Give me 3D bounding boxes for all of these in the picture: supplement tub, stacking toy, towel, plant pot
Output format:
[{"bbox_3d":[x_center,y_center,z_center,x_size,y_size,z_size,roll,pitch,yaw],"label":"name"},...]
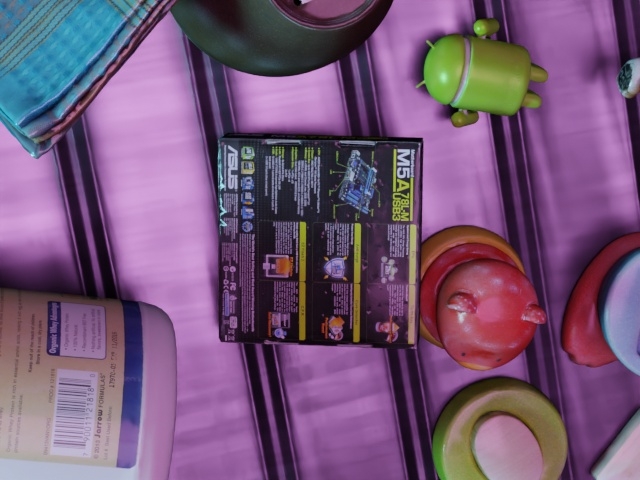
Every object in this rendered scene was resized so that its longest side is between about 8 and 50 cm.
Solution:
[{"bbox_3d":[-0.291,0.151,1.466,0.316,0.228,0.228,7,98,-12],"label":"supplement tub"},{"bbox_3d":[0.240,0.129,1.615,0.309,0.130,0.279,-3,100,-10],"label":"stacking toy"},{"bbox_3d":[-0.177,-0.270,1.414,0.370,0.271,0.040,-49,140,0],"label":"towel"},{"bbox_3d":[-0.019,-0.235,1.451,0.215,0.230,0.215,-2,100,-10],"label":"plant pot"}]

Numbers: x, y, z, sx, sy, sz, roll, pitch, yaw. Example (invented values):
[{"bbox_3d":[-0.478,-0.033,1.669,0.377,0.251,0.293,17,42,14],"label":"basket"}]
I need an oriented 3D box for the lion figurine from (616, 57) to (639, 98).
[{"bbox_3d":[0.409,-0.206,1.589,0.240,0.142,0.392,10,93,-20],"label":"lion figurine"}]

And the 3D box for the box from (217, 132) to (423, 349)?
[{"bbox_3d":[0.000,0.000,1.566,0.184,0.045,0.191,1,99,5],"label":"box"}]

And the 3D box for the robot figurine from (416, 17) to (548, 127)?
[{"bbox_3d":[0.146,-0.151,1.581,0.115,0.067,0.101,9,106,-12],"label":"robot figurine"}]
